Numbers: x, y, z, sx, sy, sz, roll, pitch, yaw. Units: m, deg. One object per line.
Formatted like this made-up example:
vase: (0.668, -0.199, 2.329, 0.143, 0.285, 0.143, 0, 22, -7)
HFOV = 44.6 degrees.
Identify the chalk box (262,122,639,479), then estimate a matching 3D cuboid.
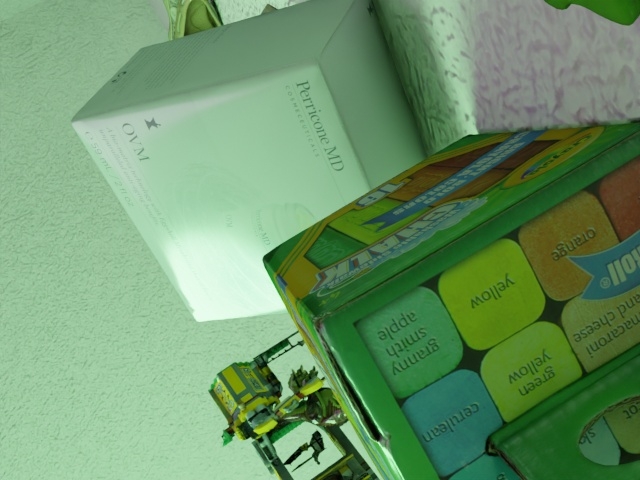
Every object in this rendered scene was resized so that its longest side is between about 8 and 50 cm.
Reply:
chalk box: (0.097, 0.056, 0.414, 0.179, 0.180, 0.289, 62, 173, -9)

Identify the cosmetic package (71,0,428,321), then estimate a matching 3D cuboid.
cosmetic package: (-0.040, -0.061, 0.658, 0.224, 0.225, 0.138, 64, -149, -32)

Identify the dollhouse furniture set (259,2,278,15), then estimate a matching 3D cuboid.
dollhouse furniture set: (-0.011, -0.136, 0.837, 0.182, 0.161, 0.101, 13, -152, -51)

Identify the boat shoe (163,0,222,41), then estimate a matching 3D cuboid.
boat shoe: (-0.233, -0.387, 1.475, 0.089, 0.105, 0.285, 61, 174, 26)

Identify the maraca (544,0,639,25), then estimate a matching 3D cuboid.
maraca: (0.052, -0.142, 0.285, 0.186, 0.099, 0.127, 36, -176, -3)

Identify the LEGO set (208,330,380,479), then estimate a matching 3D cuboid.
LEGO set: (0.053, 0.206, 0.913, 0.192, 0.331, 0.254, 46, 153, 38)
